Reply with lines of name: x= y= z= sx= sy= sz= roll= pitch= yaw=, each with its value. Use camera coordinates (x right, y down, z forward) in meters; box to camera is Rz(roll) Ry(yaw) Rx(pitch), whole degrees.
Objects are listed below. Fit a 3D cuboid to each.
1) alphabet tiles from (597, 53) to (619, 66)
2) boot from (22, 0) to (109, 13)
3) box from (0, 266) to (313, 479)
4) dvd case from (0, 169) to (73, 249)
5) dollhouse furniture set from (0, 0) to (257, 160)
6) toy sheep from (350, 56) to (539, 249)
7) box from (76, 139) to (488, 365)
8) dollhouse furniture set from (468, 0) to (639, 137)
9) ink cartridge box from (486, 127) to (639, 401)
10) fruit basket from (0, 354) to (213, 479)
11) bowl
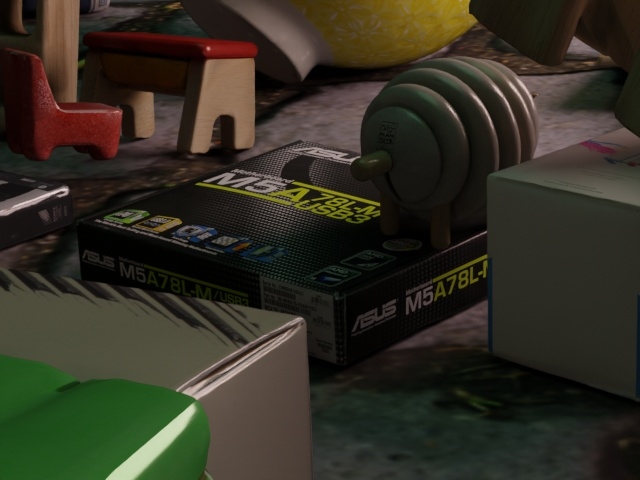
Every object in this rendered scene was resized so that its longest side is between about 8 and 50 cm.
alphabet tiles: x=0.362 y=-0.137 z=1.308 sx=0.285 sy=0.011 sz=0.342 roll=5 pitch=15 yaw=20
boot: x=-0.266 y=-0.260 z=1.733 sx=0.086 sy=0.069 sz=0.190 roll=-7 pitch=21 yaw=-21
box: x=-0.141 y=0.072 z=0.682 sx=0.275 sy=0.113 sz=0.094 roll=9 pitch=21 yaw=28
dvd case: x=-0.291 y=-0.004 z=1.051 sx=0.179 sy=0.029 sz=0.239 roll=13 pitch=26 yaw=40
dollhouse furniture set: x=-0.248 y=-0.146 z=1.219 sx=0.374 sy=0.152 sz=0.201 roll=8 pitch=11 yaw=30
toy sheep: x=0.062 y=-0.047 z=0.903 sx=0.091 sy=0.091 sz=0.132 roll=11 pitch=23 yaw=36
box: x=0.000 y=0.000 z=0.968 sx=0.191 sy=0.045 sz=0.184 roll=15 pitch=28 yaw=40
dollhouse furniture set: x=0.336 y=-0.112 z=0.759 sx=0.362 sy=0.256 sz=0.394 roll=10 pitch=21 yaw=-30
ink cartridge box: x=0.157 y=0.003 z=0.862 sx=0.090 sy=0.092 sz=0.143 roll=14 pitch=24 yaw=42
fruit basket: x=-0.185 y=0.161 z=0.428 sx=0.327 sy=0.165 sz=0.353 roll=8 pitch=37 yaw=30
bowl: x=-0.017 y=-0.213 z=1.374 sx=0.289 sy=0.289 sz=0.156 roll=22 pitch=73 yaw=51
